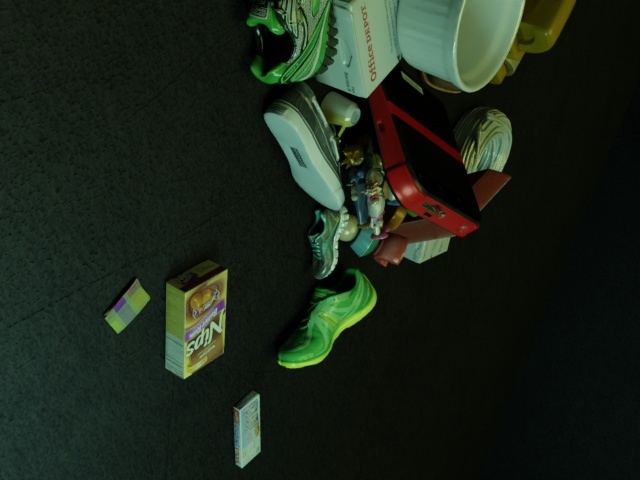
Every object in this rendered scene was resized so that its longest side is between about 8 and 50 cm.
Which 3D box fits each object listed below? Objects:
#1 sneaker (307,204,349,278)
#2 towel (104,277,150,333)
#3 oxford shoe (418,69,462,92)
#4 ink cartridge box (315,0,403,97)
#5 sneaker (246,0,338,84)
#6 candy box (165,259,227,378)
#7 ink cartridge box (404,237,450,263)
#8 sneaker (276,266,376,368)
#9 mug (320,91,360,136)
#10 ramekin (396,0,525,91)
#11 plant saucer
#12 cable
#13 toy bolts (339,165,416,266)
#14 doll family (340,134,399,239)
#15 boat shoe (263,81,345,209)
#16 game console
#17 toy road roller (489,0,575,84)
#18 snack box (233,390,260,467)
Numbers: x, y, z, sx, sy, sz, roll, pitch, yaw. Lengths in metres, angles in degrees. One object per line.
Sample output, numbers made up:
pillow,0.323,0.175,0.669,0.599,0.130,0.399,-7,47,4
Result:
sneaker,0.000,0.000,1.792,0.076,0.065,0.167,1,108,-41
towel,-0.313,0.107,1.396,0.083,0.009,0.060,-52,149,-21
oxford shoe,0.289,-0.403,1.873,0.363,0.132,0.130,26,88,-61
ink cartridge box,0.100,-0.434,1.554,0.289,0.121,0.211,-50,148,-26
sneaker,-0.040,-0.398,1.342,0.146,0.134,0.344,-34,139,-42
candy box,-0.220,0.140,1.529,0.109,0.053,0.187,-31,137,-46
ink cartridge box,0.277,-0.015,2.211,0.150,0.063,0.109,-19,127,-52
sneaker,-0.001,0.165,1.879,0.295,0.109,0.124,-43,121,-32
mug,0.041,-0.241,1.660,0.062,0.064,0.078,-30,136,-47
ramekin,0.253,-0.419,1.553,0.277,0.135,0.277,-39,141,-40
plant saucer,0.283,-0.083,2.034,0.259,0.258,0.048,-42,109,-35
cable,0.410,-0.222,2.252,0.257,0.089,0.257,-9,120,-57
toy bolts,0.116,-0.065,1.896,0.229,0.158,0.218,-67,-167,-17
doll family,0.089,-0.119,1.696,0.263,0.118,0.163,-59,144,-60
boat shoe,-0.007,-0.173,1.600,0.102,0.108,0.301,-53,141,-18
game console,0.204,-0.195,1.763,0.386,0.060,0.342,21,48,-57
toy road roller,0.455,-0.497,1.965,0.203,0.240,0.329,-61,150,-8
snack box,-0.158,0.409,1.858,0.064,0.022,0.178,-35,139,-41
